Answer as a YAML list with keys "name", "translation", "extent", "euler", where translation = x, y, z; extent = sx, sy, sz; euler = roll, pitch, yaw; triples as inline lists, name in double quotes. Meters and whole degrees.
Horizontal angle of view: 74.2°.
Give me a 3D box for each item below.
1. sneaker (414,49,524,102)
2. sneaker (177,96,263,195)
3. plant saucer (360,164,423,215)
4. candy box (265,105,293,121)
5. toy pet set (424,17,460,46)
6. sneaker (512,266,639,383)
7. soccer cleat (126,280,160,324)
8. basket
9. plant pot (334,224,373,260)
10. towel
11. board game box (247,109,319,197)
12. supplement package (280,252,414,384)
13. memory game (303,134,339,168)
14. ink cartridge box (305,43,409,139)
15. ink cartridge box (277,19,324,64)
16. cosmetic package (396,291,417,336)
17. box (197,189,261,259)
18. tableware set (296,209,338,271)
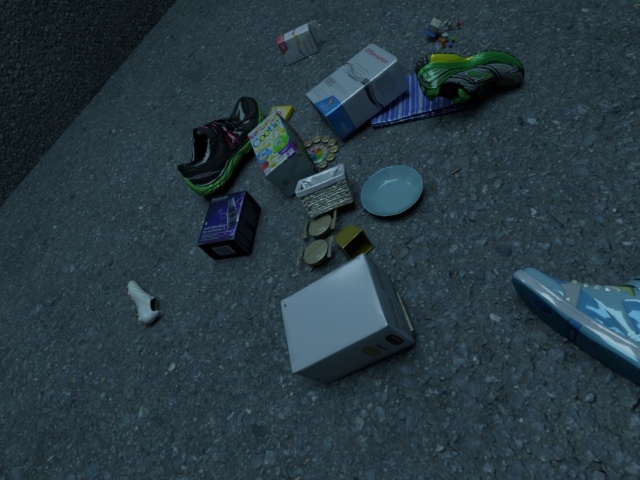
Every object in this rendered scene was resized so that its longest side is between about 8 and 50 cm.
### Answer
- name: "sneaker"
  translation: [0.473, -0.498, 1.337]
  extent: [0.343, 0.134, 0.146]
  euler: [-5, 79, -4]
- name: "sneaker"
  translation: [-0.387, -0.406, 1.671]
  extent: [0.185, 0.202, 0.483]
  euler: [-4, 53, 47]
- name: "plant saucer"
  translation: [0.221, -0.145, 1.300]
  extent: [0.195, 0.037, 0.195]
  euler: [-14, 52, 18]
- name: "candy box"
  translation: [-0.196, -0.475, 1.752]
  extent: [0.105, 0.027, 0.206]
  euler: [10, 63, 30]
- name: "toy pet set"
  translation: [0.462, -0.796, 1.638]
  extent: [0.114, 0.065, 0.122]
  euler: [26, 71, 1]
- name: "sneaker"
  translation: [0.585, 0.118, 0.876]
  extent: [0.208, 0.127, 0.319]
  euler: [-45, 59, -5]
- name: "soccer cleat"
  translation: [-0.608, 0.205, 1.462]
  extent: [0.076, 0.068, 0.196]
  euler: [-35, 56, -6]
- name: "basket"
  translation: [0.017, -0.157, 1.351]
  extent: [0.167, 0.103, 0.113]
  euler: [-19, 25, 12]
- name: "plant pot"
  translation: [0.088, 0.004, 1.239]
  extent: [0.081, 0.081, 0.083]
  euler: [-43, 39, -6]
- name: "towel"
  translation: [0.344, -0.522, 1.503]
  extent: [0.336, 0.040, 0.243]
  euler: [-8, 54, 23]
- name: "board game box"
  translation: [-0.136, -0.313, 1.516]
  extent: [0.142, 0.144, 0.275]
  euler: [-38, 48, 14]
- name: "supplement package"
  translation: [0.058, 0.198, 1.039]
  extent: [0.262, 0.145, 0.204]
  euler: [-32, 48, 20]
- name: "memory game"
  translation: [-0.019, -0.321, 1.563]
  extent: [0.186, 0.012, 0.186]
  euler: [-14, 53, 19]
- name: "ink cartridge box"
  translation: [0.130, -0.544, 1.541]
  extent: [0.307, 0.129, 0.223]
  euler: [-37, 42, 6]
- name: "ink cartridge box"
  translation: [-0.086, -0.907, 1.942]
  extent: [0.198, 0.115, 0.067]
  euler: [-19, 50, 15]
- name: "cosmetic package"
  translation: [0.194, 0.195, 1.071]
  extent: [0.060, 0.041, 0.115]
  euler: [-26, 49, 9]
- name: "box"
  translation: [-0.310, -0.053, 1.460]
  extent: [0.153, 0.108, 0.207]
  euler: [-10, 54, 22]
- name: "tableware set"
  translation: [0.000, 0.000, 1.312]
  extent: [0.128, 0.039, 0.194]
  euler: [-18, 45, 30]
